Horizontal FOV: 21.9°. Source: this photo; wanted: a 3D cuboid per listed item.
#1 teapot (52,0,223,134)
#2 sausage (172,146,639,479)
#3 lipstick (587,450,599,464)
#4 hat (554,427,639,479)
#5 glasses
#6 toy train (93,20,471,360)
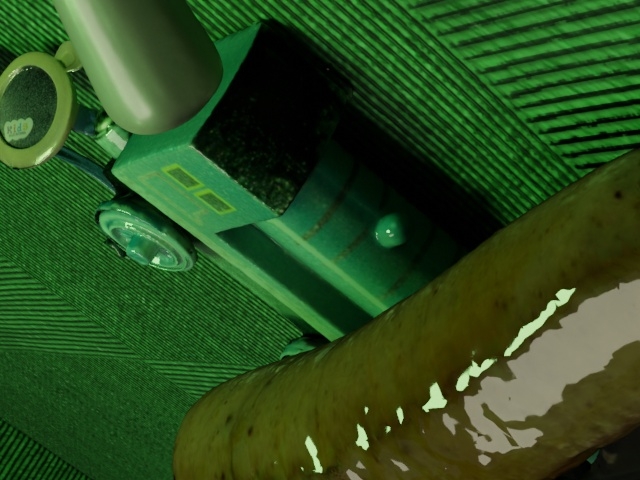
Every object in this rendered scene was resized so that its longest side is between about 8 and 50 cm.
[{"bbox_3d":[-0.136,-0.193,0.673,0.318,0.149,0.220,36,162,-12],"label":"teapot"},{"bbox_3d":[0.067,0.084,0.895,0.123,0.136,0.501,23,147,-25],"label":"sausage"},{"bbox_3d":[0.249,0.198,1.233,0.274,0.061,0.068,29,160,4],"label":"lipstick"},{"bbox_3d":[0.317,0.147,0.929,0.366,0.257,0.382,41,130,21],"label":"hat"},{"bbox_3d":[-0.174,-0.046,1.208,0.189,0.088,0.220,7,150,50],"label":"glasses"},{"bbox_3d":[0.000,0.000,1.025,0.298,0.120,0.194,38,155,-22],"label":"toy train"}]
